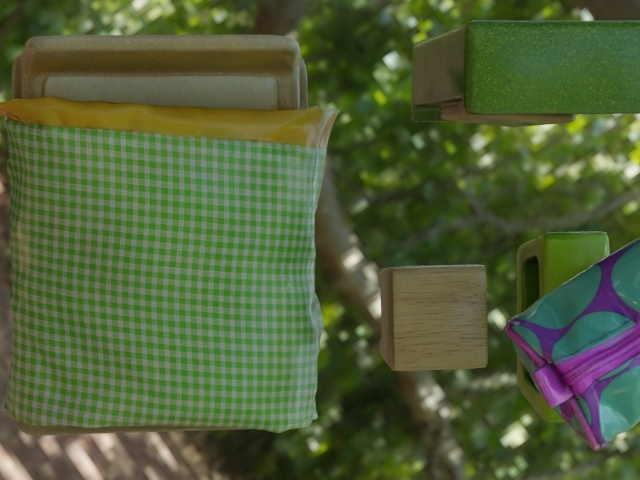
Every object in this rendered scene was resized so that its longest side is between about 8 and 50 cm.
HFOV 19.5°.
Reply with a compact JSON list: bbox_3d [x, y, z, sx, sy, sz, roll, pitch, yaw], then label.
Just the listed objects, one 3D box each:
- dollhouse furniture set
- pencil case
[{"bbox_3d":[0.000,0.000,0.876,0.151,0.301,0.198,-158,-113,-80],"label":"dollhouse furniture set"},{"bbox_3d":[0.148,0.018,0.721,0.064,0.151,0.070,56,3,2],"label":"pencil case"}]
